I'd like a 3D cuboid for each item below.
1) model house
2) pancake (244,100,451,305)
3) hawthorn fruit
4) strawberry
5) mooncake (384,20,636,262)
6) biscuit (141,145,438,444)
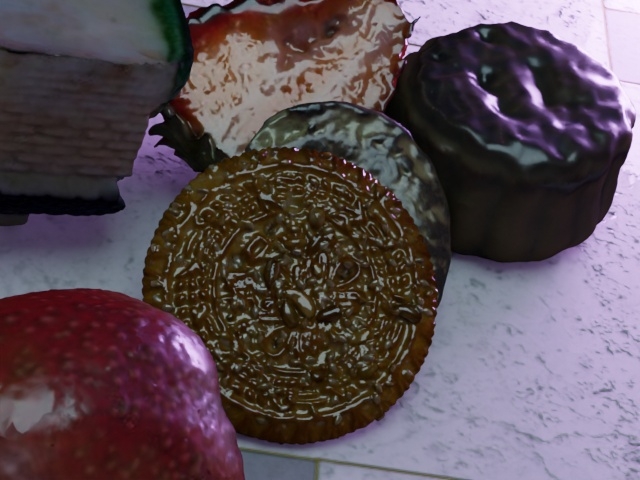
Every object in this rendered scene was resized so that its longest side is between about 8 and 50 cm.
[{"bbox_3d":[-0.297,-0.166,1.544,0.243,0.284,0.298,6,39,-27],"label":"model house"},{"bbox_3d":[0.000,0.000,1.539,0.286,0.033,0.288,-17,82,-13],"label":"pancake"},{"bbox_3d":[-0.236,0.181,1.206,0.369,0.285,0.285,0,44,-45],"label":"hawthorn fruit"},{"bbox_3d":[-0.056,-0.167,1.653,0.253,0.150,0.280,26,74,-2],"label":"strawberry"},{"bbox_3d":[0.206,-0.119,1.697,0.290,0.161,0.290,6,45,-6],"label":"mooncake"},{"bbox_3d":[-0.027,0.050,1.482,0.305,0.038,0.305,3,75,-10],"label":"biscuit"}]
